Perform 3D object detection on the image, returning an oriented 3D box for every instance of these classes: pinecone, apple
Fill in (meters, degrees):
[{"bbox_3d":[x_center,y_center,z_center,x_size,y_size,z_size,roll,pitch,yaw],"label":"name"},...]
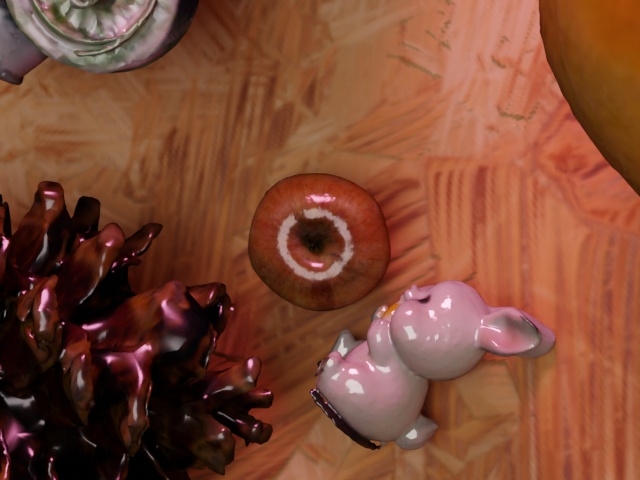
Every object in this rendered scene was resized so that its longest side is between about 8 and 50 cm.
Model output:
[{"bbox_3d":[-0.167,0.076,1.040,0.257,0.243,0.244,0,89,-25],"label":"pinecone"},{"bbox_3d":[0.000,0.000,1.063,0.084,0.071,0.084,1,96,12],"label":"apple"}]

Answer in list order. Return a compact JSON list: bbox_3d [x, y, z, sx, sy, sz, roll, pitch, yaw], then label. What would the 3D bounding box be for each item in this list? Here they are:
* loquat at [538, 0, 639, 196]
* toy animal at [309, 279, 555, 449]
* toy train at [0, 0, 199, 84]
[{"bbox_3d":[0.232,-0.121,0.890,0.263,0.263,0.263,0,89,18],"label":"loquat"},{"bbox_3d":[0.059,0.061,1.041,0.124,0.071,0.085,-42,77,13],"label":"toy animal"},{"bbox_3d":[-0.116,-0.241,1.017,0.307,0.173,0.249,-40,100,8],"label":"toy train"}]
